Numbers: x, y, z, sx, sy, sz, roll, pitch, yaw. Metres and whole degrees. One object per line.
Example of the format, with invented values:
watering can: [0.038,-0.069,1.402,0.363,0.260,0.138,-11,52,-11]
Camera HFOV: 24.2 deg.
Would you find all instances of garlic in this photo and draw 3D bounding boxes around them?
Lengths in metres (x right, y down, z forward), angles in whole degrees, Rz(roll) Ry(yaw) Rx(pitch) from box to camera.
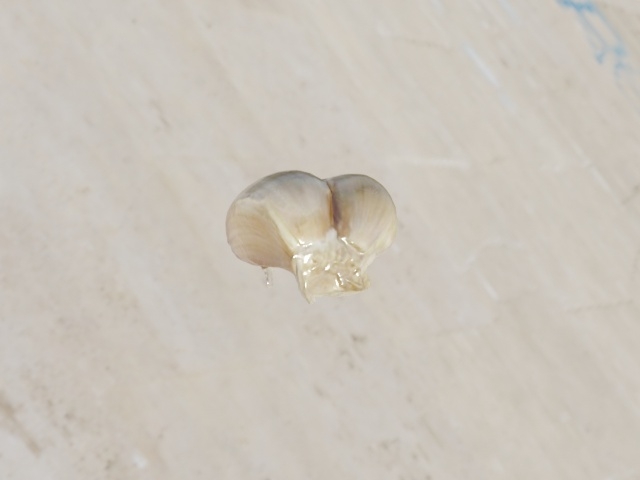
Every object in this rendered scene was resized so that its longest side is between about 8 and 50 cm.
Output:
garlic: [-0.005,-0.011,1.448,0.174,0.099,0.124,-11,104,-31]
